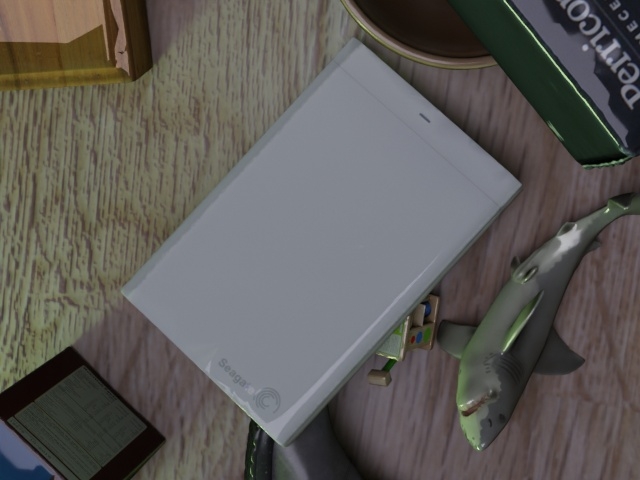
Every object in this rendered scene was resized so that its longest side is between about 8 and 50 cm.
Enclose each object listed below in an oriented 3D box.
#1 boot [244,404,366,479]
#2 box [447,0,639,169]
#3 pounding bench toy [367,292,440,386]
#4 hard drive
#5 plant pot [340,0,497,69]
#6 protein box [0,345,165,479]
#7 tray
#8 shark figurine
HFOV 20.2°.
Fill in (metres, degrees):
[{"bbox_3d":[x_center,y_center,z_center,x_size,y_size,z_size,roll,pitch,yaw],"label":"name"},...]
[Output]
[{"bbox_3d":[0.038,0.237,1.659,0.222,0.118,0.338,8,93,-4],"label":"boot"},{"bbox_3d":[0.241,-0.382,1.313,0.472,0.297,0.480,-39,90,3],"label":"box"},{"bbox_3d":[0.069,0.087,1.630,0.052,0.065,0.083,15,104,30],"label":"pounding bench toy"},{"bbox_3d":[0.000,0.000,1.584,0.203,0.040,0.307,42,89,13],"label":"hard drive"},{"bbox_3d":[0.117,-0.260,1.511,0.237,0.110,0.237,0,92,1],"label":"plant pot"},{"bbox_3d":[-0.284,0.234,1.683,0.136,0.201,0.200,44,108,2],"label":"protein box"},{"bbox_3d":[-0.281,-0.341,1.603,0.203,0.076,0.411,-3,107,11],"label":"tray"},{"bbox_3d":[0.213,0.063,1.592,0.116,0.166,0.278,37,91,-21],"label":"shark figurine"}]
